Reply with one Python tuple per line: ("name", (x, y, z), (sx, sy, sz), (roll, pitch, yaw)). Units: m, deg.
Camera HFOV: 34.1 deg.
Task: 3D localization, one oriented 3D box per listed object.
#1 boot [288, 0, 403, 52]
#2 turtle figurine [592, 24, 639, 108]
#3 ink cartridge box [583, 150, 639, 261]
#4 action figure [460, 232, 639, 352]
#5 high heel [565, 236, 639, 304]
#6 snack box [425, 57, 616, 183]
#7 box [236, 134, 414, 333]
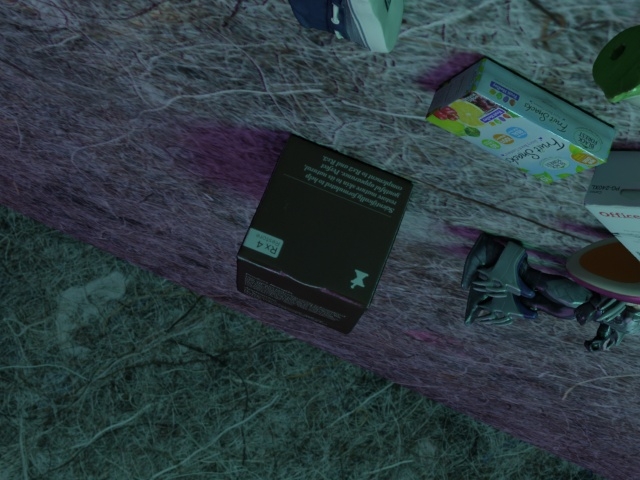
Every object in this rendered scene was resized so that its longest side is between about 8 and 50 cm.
("boot", (0.010, -0.201, 0.791), (0.086, 0.069, 0.190), (15, 166, 13))
("turtle figurine", (0.311, -0.043, 0.637), (0.266, 0.274, 0.198), (38, 145, -21))
("ink cartridge box", (0.332, -0.023, 0.973), (0.109, 0.063, 0.150), (6, 158, 46))
("action figure", (0.321, 0.079, 1.285), (0.285, 0.099, 0.185), (12, 157, 22))
("high heel", (0.395, 0.056, 1.132), (0.244, 0.082, 0.117), (0, 147, 25))
("snack box", (0.180, -0.105, 0.948), (0.141, 0.037, 0.100), (25, 166, -14))
("box", (0.000, 0.000, 1.313), (0.168, 0.167, 0.203), (22, 165, 0))
